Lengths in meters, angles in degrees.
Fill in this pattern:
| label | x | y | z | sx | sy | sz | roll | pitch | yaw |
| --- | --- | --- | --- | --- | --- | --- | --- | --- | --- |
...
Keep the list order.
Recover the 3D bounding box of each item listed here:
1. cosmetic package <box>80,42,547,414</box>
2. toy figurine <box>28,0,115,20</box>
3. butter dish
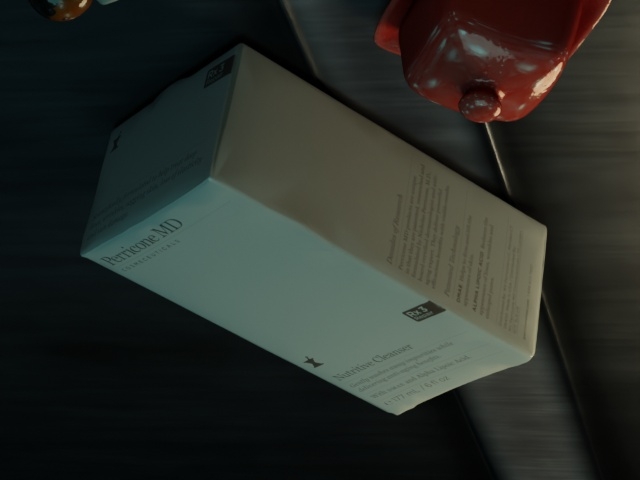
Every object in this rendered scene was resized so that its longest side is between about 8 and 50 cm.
| label | x | y | z | sx | sy | sz | roll | pitch | yaw |
| --- | --- | --- | --- | --- | --- | --- | --- | --- | --- |
| cosmetic package | 0.000 | 0.000 | 1.672 | 0.385 | 0.156 | 0.217 | 26 | 145 | -28 |
| toy figurine | -0.173 | -0.271 | 1.240 | 0.148 | 0.213 | 0.209 | -14 | 148 | 12 |
| butter dish | 0.133 | -0.147 | 1.446 | 0.160 | 0.118 | 0.160 | 17 | 146 | -12 |
